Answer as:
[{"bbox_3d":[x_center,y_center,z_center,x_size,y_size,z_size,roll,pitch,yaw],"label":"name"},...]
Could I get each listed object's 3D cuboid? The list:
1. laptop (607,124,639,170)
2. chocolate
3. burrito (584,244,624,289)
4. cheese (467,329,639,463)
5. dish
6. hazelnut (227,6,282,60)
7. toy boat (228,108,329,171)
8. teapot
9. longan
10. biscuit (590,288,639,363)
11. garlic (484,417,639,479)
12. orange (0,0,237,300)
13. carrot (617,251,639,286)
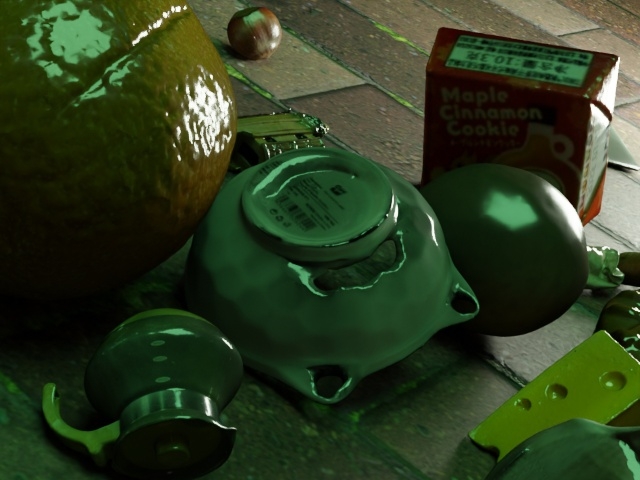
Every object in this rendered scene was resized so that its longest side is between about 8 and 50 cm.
[{"bbox_3d":[0.386,-0.191,2.080,0.269,0.015,0.187,14,29,-17],"label":"laptop"},{"bbox_3d":[0.241,-0.132,1.592,0.237,0.234,0.108,14,36,20],"label":"chocolate"},{"bbox_3d":[0.255,0.016,1.568,0.275,0.059,0.082,10,37,-23],"label":"burrito"},{"bbox_3d":[0.237,0.186,1.242,0.171,0.126,0.093,-23,47,-28],"label":"cheese"},{"bbox_3d":[0.000,0.000,1.229,0.303,0.120,0.303,-1,44,1],"label":"dish"},{"bbox_3d":[-0.098,-0.307,1.871,0.086,0.086,0.086,18,28,-10],"label":"hazelnut"},{"bbox_3d":[-0.071,-0.112,1.542,0.226,0.068,0.088,-11,48,-48],"label":"toy boat"},{"bbox_3d":[-0.142,0.130,1.017,0.166,0.130,0.119,-13,50,0],"label":"teapot"},{"bbox_3d":[0.193,0.011,1.384,0.220,0.196,0.196,22,27,-10],"label":"longan"},{"bbox_3d":[0.445,0.170,1.383,0.332,0.103,0.332,17,27,-9],"label":"biscuit"},{"bbox_3d":[0.238,0.250,0.951,0.210,0.292,0.237,12,-11,-32],"label":"garlic"},{"bbox_3d":[-0.237,-0.115,1.150,0.322,0.322,0.357,23,30,0],"label":"orange"},{"bbox_3d":[0.474,0.044,1.541,0.070,0.070,0.342,4,0,-32],"label":"carrot"}]
